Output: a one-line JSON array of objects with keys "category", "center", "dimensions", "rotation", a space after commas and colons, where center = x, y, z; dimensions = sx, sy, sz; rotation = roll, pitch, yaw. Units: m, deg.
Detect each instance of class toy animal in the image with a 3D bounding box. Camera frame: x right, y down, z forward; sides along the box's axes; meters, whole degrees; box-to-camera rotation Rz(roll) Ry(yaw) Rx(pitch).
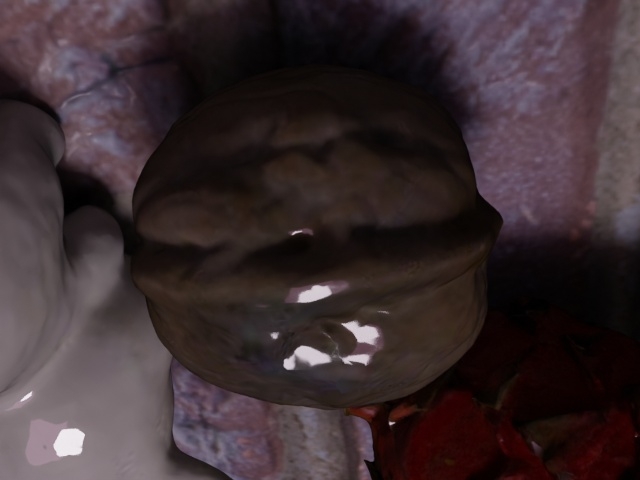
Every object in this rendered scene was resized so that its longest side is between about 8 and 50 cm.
[{"category": "toy animal", "center": [-0.194, 0.106, 0.778], "dimensions": [0.196, 0.241, 0.367], "rotation": [-15, 135, 18]}]

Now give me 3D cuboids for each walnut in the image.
[{"category": "walnut", "center": [0.000, 0.000, 0.701], "dimensions": [0.224, 0.224, 0.224], "rotation": [0, 138, 0]}]

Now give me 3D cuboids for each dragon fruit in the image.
[{"category": "dragon fruit", "center": [0.156, 0.162, 0.843], "dimensions": [0.244, 0.299, 0.244], "rotation": [-35, 152, -22]}]
